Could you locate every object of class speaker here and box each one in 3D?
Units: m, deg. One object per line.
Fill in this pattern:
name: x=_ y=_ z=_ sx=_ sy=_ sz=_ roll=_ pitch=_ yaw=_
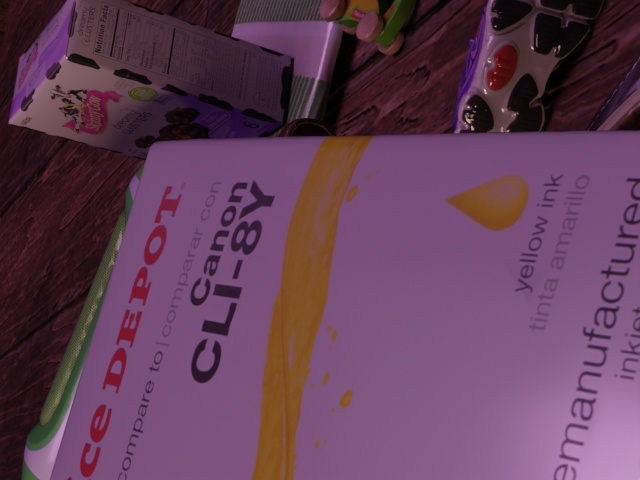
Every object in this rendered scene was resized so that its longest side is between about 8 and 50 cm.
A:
speaker: x=-0.140 y=0.081 z=1.069 sx=0.296 sy=0.131 sz=0.131 roll=-67 pitch=25 yaw=9

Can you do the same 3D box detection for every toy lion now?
toy lion: x=0.047 y=-0.204 z=1.034 sx=0.096 sy=0.034 sz=0.100 roll=-59 pitch=36 yaw=8

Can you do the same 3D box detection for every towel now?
towel: x=-0.028 y=-0.184 z=1.195 sx=0.248 sy=0.038 sz=0.324 roll=20 pitch=94 yaw=65

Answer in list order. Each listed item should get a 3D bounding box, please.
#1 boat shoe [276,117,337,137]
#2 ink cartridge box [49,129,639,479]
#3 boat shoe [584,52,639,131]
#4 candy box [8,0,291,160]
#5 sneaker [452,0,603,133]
boat shoe: x=0.000 y=0.000 z=0.985 sx=0.073 sy=0.073 sz=0.207 roll=132 pitch=135 yaw=-65
ink cartridge box: x=0.049 y=0.108 z=0.550 sx=0.385 sy=0.160 sz=0.279 roll=5 pitch=75 yaw=51
boat shoe: x=0.196 y=-0.095 z=0.593 sx=0.223 sy=0.080 sz=0.073 roll=-48 pitch=30 yaw=39
candy box: x=-0.151 y=-0.131 z=1.145 sx=0.165 sy=0.196 sz=0.070 roll=-27 pitch=53 yaw=58
sneaker: x=0.116 y=-0.128 z=0.801 sx=0.071 sy=0.068 sz=0.170 roll=-109 pitch=38 yaw=-60
